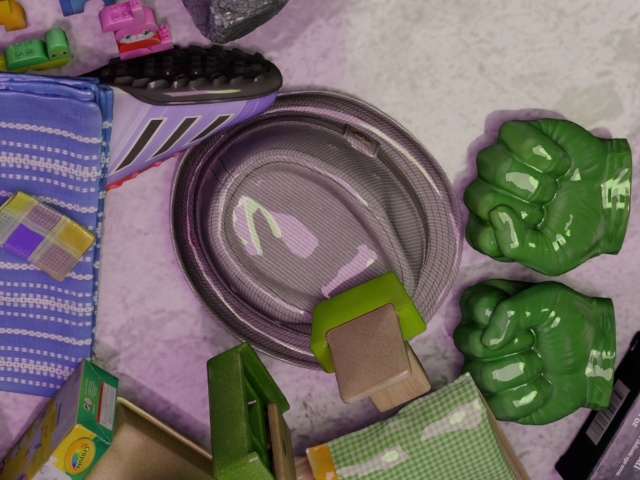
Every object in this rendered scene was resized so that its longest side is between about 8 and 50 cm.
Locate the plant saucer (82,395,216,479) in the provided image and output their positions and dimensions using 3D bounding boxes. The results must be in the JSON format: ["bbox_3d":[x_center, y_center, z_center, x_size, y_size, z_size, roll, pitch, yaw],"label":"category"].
[{"bbox_3d":[-0.160,0.259,1.795,0.188,0.045,0.188,34,96,-9],"label":"plant saucer"}]

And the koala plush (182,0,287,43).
[{"bbox_3d":[-0.057,-0.306,1.638,0.196,0.203,0.221,-25,89,-1],"label":"koala plush"}]

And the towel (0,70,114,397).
[{"bbox_3d":[-0.306,-0.001,1.674,0.243,0.040,0.336,4,124,-5],"label":"towel"}]

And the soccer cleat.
[{"bbox_3d":[-0.186,-0.091,1.706,0.318,0.109,0.116,-10,114,-1],"label":"soccer cleat"}]

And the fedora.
[{"bbox_3d":[0.000,0.000,1.720,0.275,0.124,0.244,42,95,-10],"label":"fedora"}]

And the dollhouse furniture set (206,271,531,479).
[{"bbox_3d":[0.057,0.206,1.686,0.197,0.151,0.301,-25,126,10],"label":"dollhouse furniture set"}]

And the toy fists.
[{"bbox_3d":[0.196,0.030,1.757,0.142,0.096,0.279,3,102,-4],"label":"toy fists"}]

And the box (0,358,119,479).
[{"bbox_3d":[-0.245,0.201,1.730,0.043,0.105,0.179,34,114,-19],"label":"box"}]

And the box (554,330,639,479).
[{"bbox_3d":[0.328,0.193,1.799,0.158,0.093,0.156,29,97,-10],"label":"box"}]

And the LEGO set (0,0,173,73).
[{"bbox_3d":[-0.249,-0.197,1.665,0.227,0.093,0.087,-14,62,-4],"label":"LEGO set"}]

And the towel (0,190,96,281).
[{"bbox_3d":[-0.236,-0.004,1.650,0.083,0.009,0.060,35,120,-23],"label":"towel"}]
